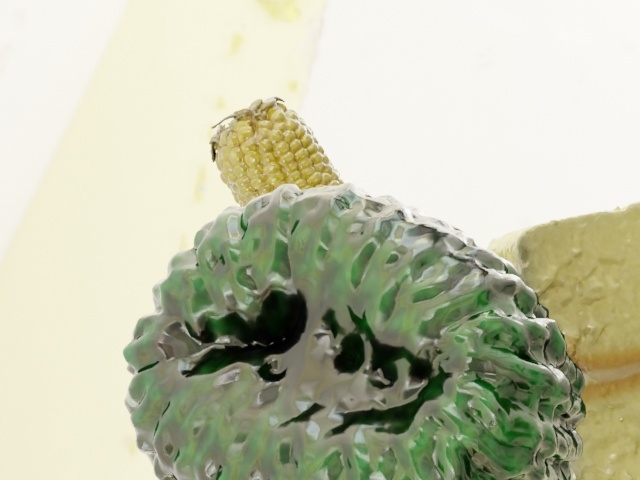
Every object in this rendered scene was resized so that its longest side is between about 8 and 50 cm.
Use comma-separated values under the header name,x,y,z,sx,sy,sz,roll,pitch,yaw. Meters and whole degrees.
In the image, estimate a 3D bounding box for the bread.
name,x,y,z,sx,sy,sz,roll,pitch,yaw
bread,0.280,0.093,1.085,0.198,0.236,0.263,179,78,-85

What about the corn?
name,x,y,z,sx,sy,sz,roll,pitch,yaw
corn,0.000,0.000,1.286,0.305,0.106,0.106,58,-167,0

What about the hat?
name,x,y,z,sx,sy,sz,roll,pitch,yaw
hat,0.049,0.120,0.860,0.242,0.274,0.332,-57,-32,-4
